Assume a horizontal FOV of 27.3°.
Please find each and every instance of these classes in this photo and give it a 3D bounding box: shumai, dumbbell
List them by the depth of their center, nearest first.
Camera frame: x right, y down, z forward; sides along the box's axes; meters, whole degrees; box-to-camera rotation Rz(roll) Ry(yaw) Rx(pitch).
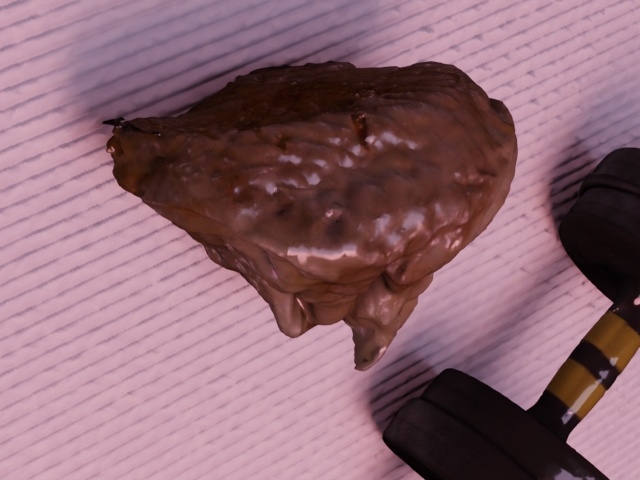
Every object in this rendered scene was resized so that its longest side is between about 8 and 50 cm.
[{"bbox_3d":[0.004,0.000,0.779,0.218,0.184,0.185,-25,121,-42],"label":"shumai"},{"bbox_3d":[0.200,0.093,0.967,0.388,0.185,0.185,-50,130,-9],"label":"dumbbell"}]
